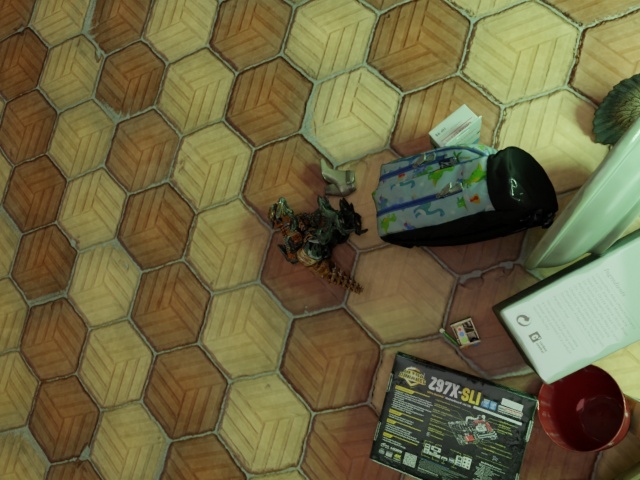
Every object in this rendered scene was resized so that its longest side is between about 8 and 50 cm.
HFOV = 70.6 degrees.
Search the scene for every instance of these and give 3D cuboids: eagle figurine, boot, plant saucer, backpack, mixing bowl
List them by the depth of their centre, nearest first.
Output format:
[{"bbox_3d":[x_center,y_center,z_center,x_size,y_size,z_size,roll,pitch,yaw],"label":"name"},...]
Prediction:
[{"bbox_3d":[0.549,-0.085,0.853,0.100,0.400,0.400,38,96,21],"label":"plant saucer"},{"bbox_3d":[0.768,-0.281,0.926,0.298,0.226,0.225,-33,96,6],"label":"eagle figurine"},{"bbox_3d":[0.563,0.357,0.940,0.098,0.181,0.181,29,93,-22],"label":"mixing bowl"},{"bbox_3d":[0.288,-0.092,1.007,0.355,0.290,0.273,-30,74,38],"label":"backpack"},{"bbox_3d":[0.048,-0.173,1.212,0.087,0.042,0.118,-13,81,9],"label":"boot"}]

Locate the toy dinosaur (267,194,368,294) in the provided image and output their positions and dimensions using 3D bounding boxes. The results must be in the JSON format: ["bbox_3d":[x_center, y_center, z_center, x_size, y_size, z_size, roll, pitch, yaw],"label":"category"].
[{"bbox_3d":[0.000,0.000,1.174,0.322,0.164,0.218,41,112,-1],"label":"toy dinosaur"}]

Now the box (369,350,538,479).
[{"bbox_3d":[0.299,0.431,1.044,0.322,0.079,0.257,14,86,18],"label":"box"}]

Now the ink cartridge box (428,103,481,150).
[{"bbox_3d":[0.315,-0.248,1.061,0.104,0.180,0.060,-39,75,9],"label":"ink cartridge box"}]

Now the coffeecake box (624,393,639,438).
[{"bbox_3d":[0.713,0.378,0.887,0.185,0.142,0.068,17,87,18],"label":"coffeecake box"}]

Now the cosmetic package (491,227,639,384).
[{"bbox_3d":[0.598,0.099,0.911,0.453,0.230,0.161,-32,76,12],"label":"cosmetic package"}]

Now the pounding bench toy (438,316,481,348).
[{"bbox_3d":[0.330,0.226,1.070,0.083,0.052,0.065,-23,78,13],"label":"pounding bench toy"}]

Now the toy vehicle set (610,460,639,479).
[{"bbox_3d":[0.644,0.543,0.885,0.166,0.035,0.267,38,122,17],"label":"toy vehicle set"}]
